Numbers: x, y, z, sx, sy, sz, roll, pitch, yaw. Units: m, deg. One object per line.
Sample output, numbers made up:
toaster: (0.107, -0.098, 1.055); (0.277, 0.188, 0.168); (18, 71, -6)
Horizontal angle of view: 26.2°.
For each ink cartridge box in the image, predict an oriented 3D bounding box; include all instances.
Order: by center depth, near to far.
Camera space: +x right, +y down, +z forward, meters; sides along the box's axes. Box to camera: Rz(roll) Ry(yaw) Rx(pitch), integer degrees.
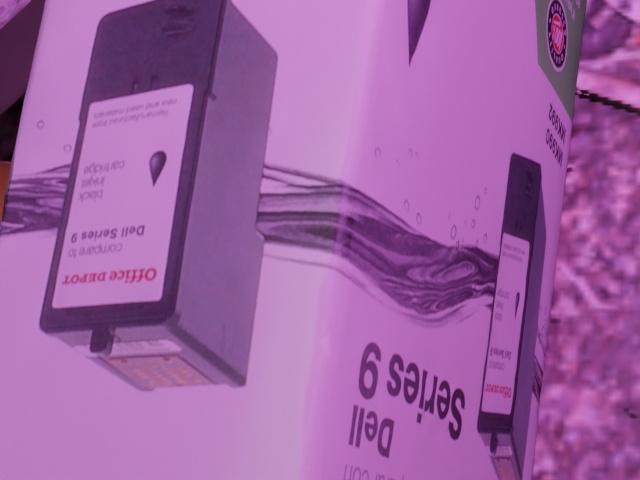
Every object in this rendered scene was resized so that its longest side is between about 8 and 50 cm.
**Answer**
ink cartridge box: (0.000, 0.000, 0.474); (0.121, 0.211, 0.289); (2, 76, 25)

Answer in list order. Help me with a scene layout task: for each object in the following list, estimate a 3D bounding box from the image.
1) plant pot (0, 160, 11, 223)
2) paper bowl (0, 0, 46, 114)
plant pot: (-0.168, 0.014, 0.628); (0.081, 0.081, 0.083); (-15, 82, 21)
paper bowl: (-0.216, -0.139, 0.631); (0.284, 0.148, 0.284); (-18, 46, 20)
